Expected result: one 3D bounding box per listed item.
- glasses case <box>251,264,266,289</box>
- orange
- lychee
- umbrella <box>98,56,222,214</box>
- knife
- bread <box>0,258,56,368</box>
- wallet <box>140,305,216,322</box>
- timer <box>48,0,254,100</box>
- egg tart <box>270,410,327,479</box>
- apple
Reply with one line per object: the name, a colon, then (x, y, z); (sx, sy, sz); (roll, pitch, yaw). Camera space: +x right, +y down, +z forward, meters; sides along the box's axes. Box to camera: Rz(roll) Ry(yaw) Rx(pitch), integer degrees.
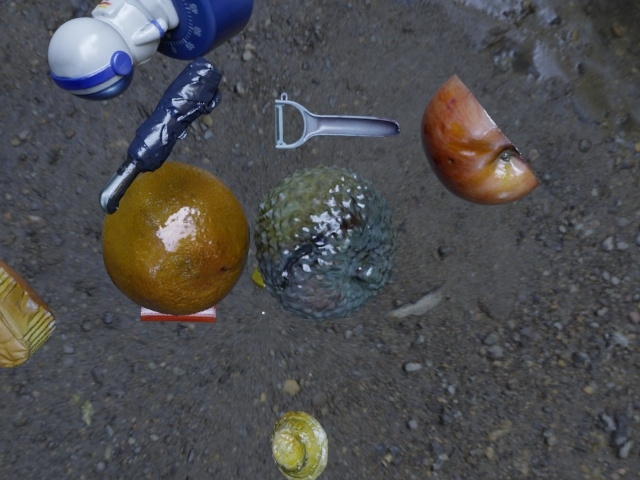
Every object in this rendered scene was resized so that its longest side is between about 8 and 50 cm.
glasses case: (-0.094, 0.037, 1.781); (0.234, 0.079, 0.064); (-49, 132, -20)
orange: (-0.247, -0.007, 1.130); (0.264, 0.264, 0.264); (1, 84, -5)
lychee: (0.000, 0.000, 1.076); (0.274, 0.255, 0.255); (35, 80, 37)
umbrella: (-0.215, -0.140, 0.894); (0.071, 0.071, 0.248); (35, 77, 0)
knife: (0.038, -0.262, 1.456); (0.277, 0.053, 0.123); (3, 114, 7)
bread: (-0.804, 0.167, 1.654); (0.204, 0.156, 0.288); (-24, 115, 25)
wallet: (-0.389, 0.160, 1.823); (0.204, 0.045, 0.142); (3, 55, -14)
timer: (-0.323, -0.384, 1.165); (0.270, 0.270, 0.384); (35, 58, -1)
egg tart: (-0.068, 0.550, 1.757); (0.191, 0.074, 0.191); (-5, 81, 32)
apple: (0.308, -0.180, 1.379); (0.163, 0.251, 0.293); (-39, 117, 16)
